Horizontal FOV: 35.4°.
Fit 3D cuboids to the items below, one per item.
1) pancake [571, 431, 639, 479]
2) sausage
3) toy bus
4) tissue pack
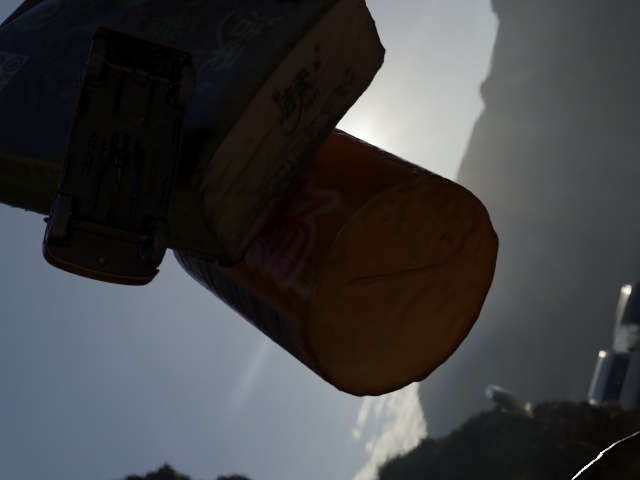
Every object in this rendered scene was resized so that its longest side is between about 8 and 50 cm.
[{"bbox_3d":[0.284,0.221,0.689,0.294,0.294,0.049,-44,-51,-57],"label":"pancake"},{"bbox_3d":[0.000,0.000,1.028,0.233,0.287,0.233,-15,-61,-30],"label":"sausage"},{"bbox_3d":[-0.150,-0.055,0.738,0.088,0.083,0.194,137,144,-58],"label":"toy bus"},{"bbox_3d":[-0.174,-0.146,0.972,0.288,0.394,0.124,-57,-39,-27],"label":"tissue pack"}]
